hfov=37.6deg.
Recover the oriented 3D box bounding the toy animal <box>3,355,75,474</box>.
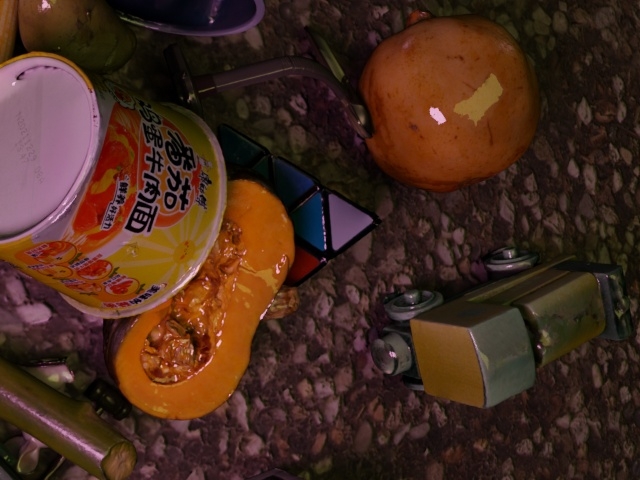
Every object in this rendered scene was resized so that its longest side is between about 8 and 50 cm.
[{"bbox_3d":[-0.328,0.203,1.112,0.085,0.071,0.125,-3,91,-34],"label":"toy animal"}]

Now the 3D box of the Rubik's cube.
[{"bbox_3d":[0.000,0.000,1.328,0.234,0.284,0.250,-10,122,-54],"label":"Rubik's cube"}]

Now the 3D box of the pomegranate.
[{"bbox_3d":[0.179,-0.202,1.335,0.264,0.264,0.265,0,90,-33],"label":"pomegranate"}]

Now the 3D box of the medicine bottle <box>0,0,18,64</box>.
[{"bbox_3d":[-0.403,-0.128,1.043,0.108,0.108,0.426,14,82,-32],"label":"medicine bottle"}]

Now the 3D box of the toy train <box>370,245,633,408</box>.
[{"bbox_3d":[0.276,0.121,1.401,0.397,0.253,0.160,-19,102,-31],"label":"toy train"}]

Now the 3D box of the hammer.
[{"bbox_3d":[-0.338,0.300,1.135,0.058,0.029,0.292,44,69,-23],"label":"hammer"}]

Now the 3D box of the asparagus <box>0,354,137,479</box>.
[{"bbox_3d":[-0.325,0.182,1.048,0.277,0.060,0.067,30,93,2],"label":"asparagus"}]

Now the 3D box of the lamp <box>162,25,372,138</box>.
[{"bbox_3d":[-0.075,-0.226,1.244,0.283,0.203,0.125,-8,139,-22],"label":"lamp"}]

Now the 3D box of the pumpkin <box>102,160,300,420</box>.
[{"bbox_3d":[-0.135,0.061,1.160,0.221,0.139,0.317,17,95,-27],"label":"pumpkin"}]

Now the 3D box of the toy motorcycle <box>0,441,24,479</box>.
[{"bbox_3d":[-0.450,0.324,0.945,0.191,0.200,0.326,46,70,-1],"label":"toy motorcycle"}]

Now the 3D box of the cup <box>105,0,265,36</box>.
[{"bbox_3d":[-0.141,-0.436,1.089,0.256,0.331,0.311,20,76,-50],"label":"cup"}]

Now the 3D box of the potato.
[{"bbox_3d":[-0.287,-0.250,1.106,0.105,0.085,0.188,-57,156,8],"label":"potato"}]

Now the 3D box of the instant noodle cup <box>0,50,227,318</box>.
[{"bbox_3d":[-0.254,-0.062,0.988,0.200,0.264,0.265,34,69,-62],"label":"instant noodle cup"}]

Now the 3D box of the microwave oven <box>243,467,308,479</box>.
[{"bbox_3d":[-0.043,0.400,1.215,0.122,0.208,0.162,-14,97,-32],"label":"microwave oven"}]
